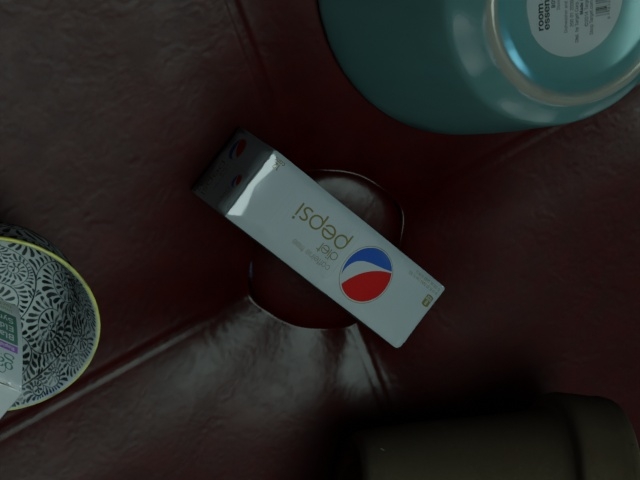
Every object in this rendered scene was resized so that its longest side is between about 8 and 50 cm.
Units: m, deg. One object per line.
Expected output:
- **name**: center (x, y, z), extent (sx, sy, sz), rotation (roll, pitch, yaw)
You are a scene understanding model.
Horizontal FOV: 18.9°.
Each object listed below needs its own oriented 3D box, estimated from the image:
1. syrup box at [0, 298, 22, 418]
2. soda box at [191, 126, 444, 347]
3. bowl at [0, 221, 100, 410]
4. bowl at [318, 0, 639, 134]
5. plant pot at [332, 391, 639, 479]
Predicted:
- **syrup box**: center (-0.319, 0.134, 1.403), extent (0.093, 0.096, 0.237), rotation (27, 118, -29)
- **soda box**: center (0.000, 0.000, 1.584), extent (0.216, 0.074, 0.069), rotation (38, 89, -32)
- **bowl**: center (-0.252, 0.042, 1.453), extent (0.170, 0.080, 0.170), rotation (-3, 127, -5)
- **bowl**: center (0.171, -0.215, 1.542), extent (0.312, 0.163, 0.311), rotation (-9, 111, -25)
- **plant pot**: center (0.129, 0.254, 1.666), extent (0.229, 0.263, 0.263), rotation (7, 105, -11)
